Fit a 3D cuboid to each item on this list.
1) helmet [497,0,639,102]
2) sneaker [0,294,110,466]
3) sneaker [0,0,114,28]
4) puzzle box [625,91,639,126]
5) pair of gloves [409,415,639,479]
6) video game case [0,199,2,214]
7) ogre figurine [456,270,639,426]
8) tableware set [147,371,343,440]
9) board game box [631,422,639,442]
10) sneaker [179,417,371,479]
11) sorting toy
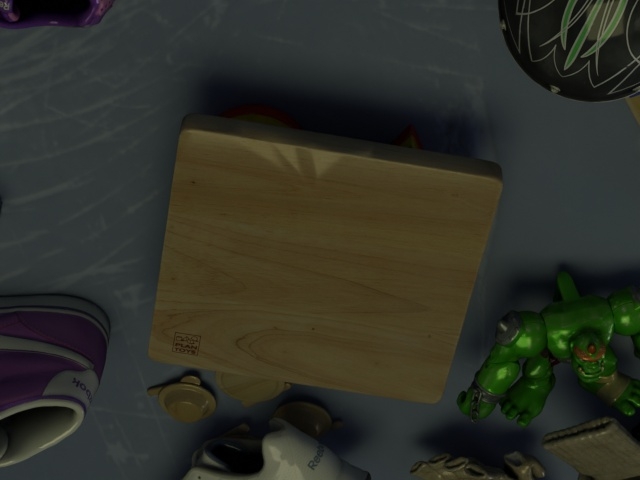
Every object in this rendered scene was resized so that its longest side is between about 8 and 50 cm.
[{"bbox_3d":[0.206,-0.188,1.377,0.169,0.161,0.169,7,117,15],"label":"helmet"},{"bbox_3d":[-0.334,0.130,1.707,0.282,0.161,0.102,-7,131,11],"label":"sneaker"},{"bbox_3d":[-0.253,-0.207,1.450,0.236,0.104,0.095,6,132,0],"label":"sneaker"},{"bbox_3d":[0.454,-0.133,1.498,0.409,0.052,0.272,-21,125,21],"label":"puzzle box"},{"bbox_3d":[0.228,0.222,1.790,0.240,0.042,0.204,-24,141,37],"label":"pair of gloves"},{"bbox_3d":[-0.448,-0.049,1.625,0.244,0.061,0.269,-27,123,25],"label":"video game case"},{"bbox_3d":[0.217,0.096,1.681,0.197,0.097,0.118,2,136,7],"label":"ogre figurine"},{"bbox_3d":[-0.069,0.161,1.803,0.141,0.020,0.168,-22,130,28],"label":"tableware set"},{"bbox_3d":[0.400,0.191,1.794,0.186,0.026,0.126,30,126,-20],"label":"board game box"},{"bbox_3d":[-0.092,0.248,1.829,0.297,0.111,0.129,-31,111,31],"label":"sneaker"},{"bbox_3d":[0.000,0.000,1.618,0.257,0.089,0.255,9,130,-3],"label":"sorting toy"}]
